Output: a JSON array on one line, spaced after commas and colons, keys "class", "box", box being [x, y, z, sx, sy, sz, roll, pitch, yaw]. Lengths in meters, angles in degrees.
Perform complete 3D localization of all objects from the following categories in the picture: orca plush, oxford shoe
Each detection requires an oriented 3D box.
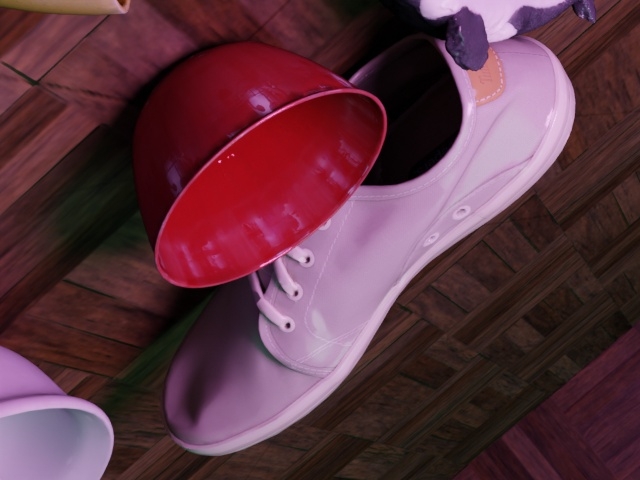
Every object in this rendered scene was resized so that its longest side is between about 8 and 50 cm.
[{"class": "orca plush", "box": [0.085, -0.197, 0.888, 0.287, 0.102, 0.151, -26, 112, -51]}, {"class": "oxford shoe", "box": [0.000, 0.000, 1.007, 0.130, 0.169, 0.449, 18, 126, -43]}]

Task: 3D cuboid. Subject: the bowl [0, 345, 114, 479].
[{"class": "bowl", "box": [-0.299, 0.155, 0.865, 0.297, 0.134, 0.298, -32, 158, -15]}]

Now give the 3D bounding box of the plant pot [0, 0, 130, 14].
[{"class": "plant pot", "box": [-0.142, -0.154, 0.546, 0.095, 0.134, 0.134, -10, 156, 1]}]

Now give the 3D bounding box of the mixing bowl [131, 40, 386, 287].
[{"class": "mixing bowl", "box": [-0.056, -0.065, 0.859, 0.181, 0.098, 0.181, -32, 157, -15]}]
